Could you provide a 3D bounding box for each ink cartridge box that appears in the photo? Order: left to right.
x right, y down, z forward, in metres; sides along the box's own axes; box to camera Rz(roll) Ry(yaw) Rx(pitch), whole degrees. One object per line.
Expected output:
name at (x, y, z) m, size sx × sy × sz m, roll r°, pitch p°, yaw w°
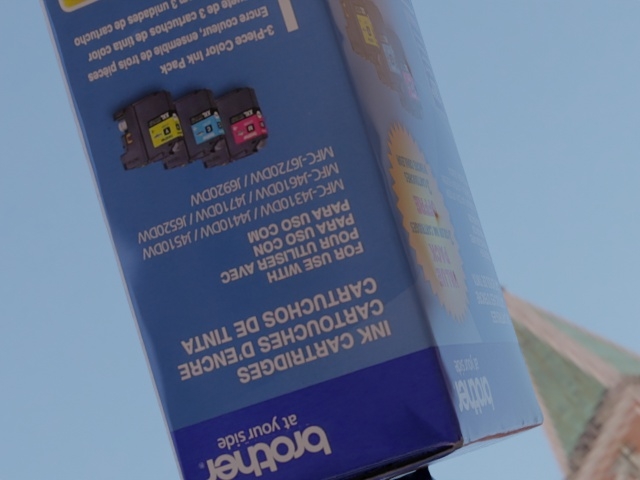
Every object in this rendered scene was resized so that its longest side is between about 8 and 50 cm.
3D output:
ink cartridge box at (0.000, 0.000, 0.884) m, size 0.151 × 0.395 × 0.270 m, roll -17°, pitch -7°, yaw 15°
